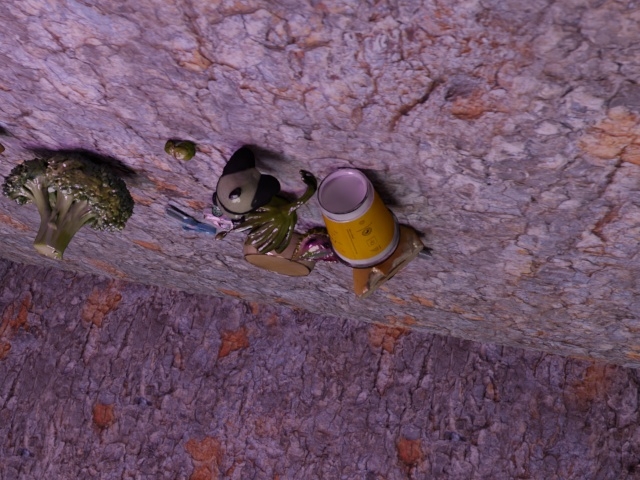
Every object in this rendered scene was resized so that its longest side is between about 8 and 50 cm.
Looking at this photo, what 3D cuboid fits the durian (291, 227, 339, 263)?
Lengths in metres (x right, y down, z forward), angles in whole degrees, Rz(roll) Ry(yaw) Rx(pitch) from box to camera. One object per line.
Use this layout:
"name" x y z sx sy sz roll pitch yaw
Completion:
"durian" 0.000 -0.002 2.247 0.186 0.119 0.108 2 127 -7

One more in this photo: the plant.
"plant" -0.096 -0.060 1.953 0.333 0.180 0.251 -6 167 40

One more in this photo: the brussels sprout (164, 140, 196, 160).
"brussels sprout" -0.355 -0.224 1.770 0.083 0.046 0.051 7 -155 20

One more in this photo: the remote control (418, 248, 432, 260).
"remote control" 0.260 0.020 2.212 0.184 0.027 0.050 18 163 -4

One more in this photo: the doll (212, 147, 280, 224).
"doll" -0.198 -0.128 1.765 0.143 0.135 0.234 47 162 -4

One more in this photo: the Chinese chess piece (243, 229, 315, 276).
"Chinese chess piece" -0.138 0.042 2.437 0.257 0.104 0.257 11 164 3

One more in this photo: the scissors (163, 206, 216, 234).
"scissors" -0.464 -0.066 2.441 0.125 0.030 0.256 6 166 24

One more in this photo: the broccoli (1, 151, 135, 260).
"broccoli" -0.725 -0.126 2.014 0.375 0.302 0.249 18 126 -4

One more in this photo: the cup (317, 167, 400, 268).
"cup" 0.091 -0.057 1.798 0.196 0.197 0.280 6 155 21

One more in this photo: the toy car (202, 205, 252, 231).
"toy car" -0.247 -0.061 2.167 0.224 0.076 0.090 10 -179 7

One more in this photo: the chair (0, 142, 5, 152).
"chair" -1.021 -0.268 1.945 0.246 0.172 0.159 -30 167 -9

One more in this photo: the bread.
"bread" 0.201 0.061 2.070 0.211 0.224 0.183 0 168 12
